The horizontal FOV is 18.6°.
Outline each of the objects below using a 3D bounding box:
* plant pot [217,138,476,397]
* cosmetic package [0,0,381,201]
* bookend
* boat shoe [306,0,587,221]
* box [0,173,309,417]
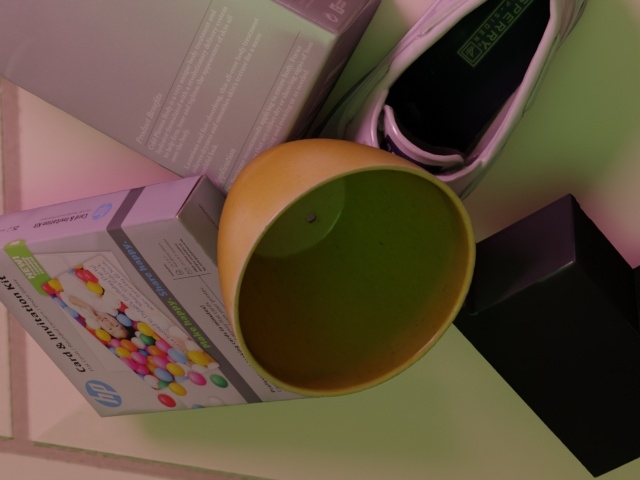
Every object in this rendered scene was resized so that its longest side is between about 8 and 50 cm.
[{"bbox_3d":[0.000,0.000,1.015,0.134,0.095,0.134,-12,123,-20],"label":"plant pot"},{"bbox_3d":[-0.104,-0.134,1.074,0.238,0.107,0.127,32,119,3],"label":"cosmetic package"},{"bbox_3d":[0.171,0.030,1.061,0.156,0.072,0.157,-30,121,25],"label":"bookend"},{"bbox_3d":[0.051,-0.060,1.072,0.095,0.084,0.258,31,117,0],"label":"boat shoe"},{"bbox_3d":[-0.099,0.037,1.127,0.186,0.038,0.145,-8,129,42],"label":"box"}]
